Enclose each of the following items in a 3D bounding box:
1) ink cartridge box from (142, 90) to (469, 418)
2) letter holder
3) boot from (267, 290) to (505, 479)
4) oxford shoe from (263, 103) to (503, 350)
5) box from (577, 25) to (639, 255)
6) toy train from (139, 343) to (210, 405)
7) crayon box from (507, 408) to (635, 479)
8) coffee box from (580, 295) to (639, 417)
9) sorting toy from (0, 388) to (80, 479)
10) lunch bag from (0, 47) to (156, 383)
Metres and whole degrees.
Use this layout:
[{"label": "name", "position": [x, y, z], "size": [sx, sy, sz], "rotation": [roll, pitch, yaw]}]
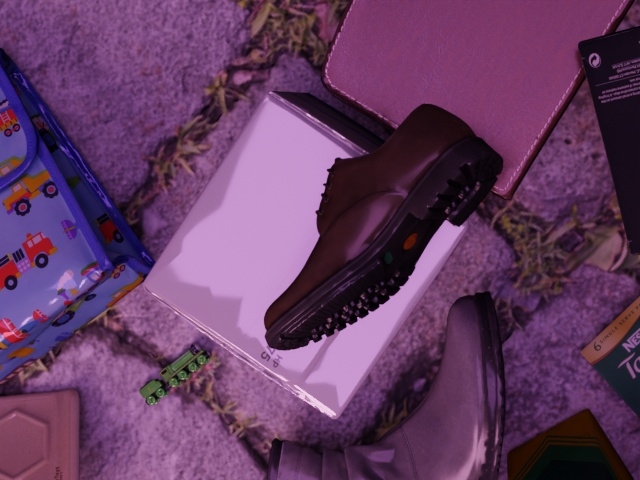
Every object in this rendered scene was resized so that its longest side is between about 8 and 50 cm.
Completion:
[{"label": "ink cartridge box", "position": [0.000, 0.000, 1.213], "size": [0.197, 0.270, 0.198], "rotation": [34, 97, 2]}, {"label": "letter holder", "position": [0.158, -0.220, 1.239], "size": [0.214, 0.152, 0.302], "rotation": [32, 98, 4]}, {"label": "boot", "position": [0.055, 0.205, 1.292], "size": [0.222, 0.118, 0.338], "rotation": [6, 103, 6]}, {"label": "oxford shoe", "position": [0.031, -0.009, 1.044], "size": [0.227, 0.083, 0.096], "rotation": [-46, 64, 10]}, {"label": "box", "position": [0.354, -0.110, 1.175], "size": [0.103, 0.261, 0.184], "rotation": [-7, 99, 48]}, {"label": "toy train", "position": [-0.146, 0.133, 1.369], "size": [0.083, 0.017, 0.024], "rotation": [-39, 80, 8]}, {"label": "crayon box", "position": [0.298, 0.355, 1.197], "size": [0.106, 0.313, 0.363], "rotation": [-31, 92, 11]}, {"label": "coffee box", "position": [0.340, 0.133, 1.267], "size": [0.113, 0.040, 0.184], "rotation": [-44, 60, 10]}, {"label": "sorting toy", "position": [-0.334, 0.247, 1.345], "size": [0.208, 0.038, 0.193], "rotation": [-8, 60, 4]}, {"label": "lunch bag", "position": [-0.337, -0.030, 1.332], "size": [0.221, 0.138, 0.293], "rotation": [-36, 79, 9]}]
